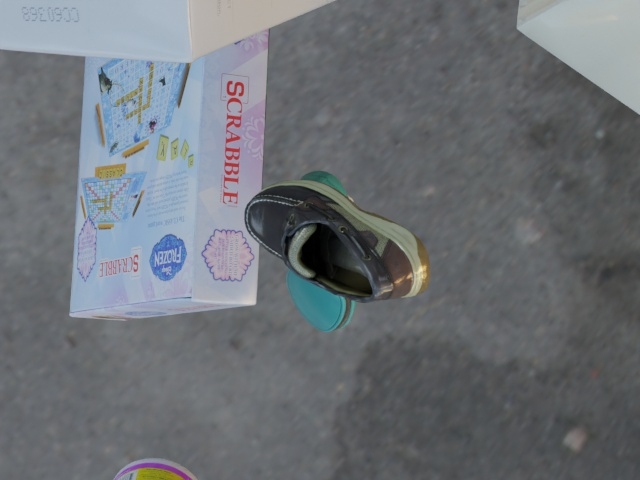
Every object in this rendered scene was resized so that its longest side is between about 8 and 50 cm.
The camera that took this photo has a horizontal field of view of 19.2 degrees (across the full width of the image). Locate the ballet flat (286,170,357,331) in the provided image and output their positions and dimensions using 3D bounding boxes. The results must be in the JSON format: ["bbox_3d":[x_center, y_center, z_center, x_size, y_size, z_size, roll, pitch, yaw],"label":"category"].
[{"bbox_3d":[0.011,0.008,1.866,0.083,0.087,0.247,32,160,21],"label":"ballet flat"}]

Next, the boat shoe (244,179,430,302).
[{"bbox_3d":[0.000,0.000,1.157,0.152,0.049,0.056,18,116,45],"label":"boat shoe"}]

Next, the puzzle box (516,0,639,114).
[{"bbox_3d":[0.363,-0.110,1.216,0.409,0.052,0.272,30,143,-29],"label":"puzzle box"}]

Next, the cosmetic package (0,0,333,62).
[{"bbox_3d":[-0.091,-0.238,1.306,0.217,0.385,0.156,6,110,22],"label":"cosmetic package"}]

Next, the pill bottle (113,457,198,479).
[{"bbox_3d":[-0.076,0.134,0.812,0.043,0.083,0.043,2,121,4],"label":"pill bottle"}]

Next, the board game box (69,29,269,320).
[{"bbox_3d":[-0.143,-0.091,1.744,0.318,0.065,0.318,-9,77,64],"label":"board game box"}]
